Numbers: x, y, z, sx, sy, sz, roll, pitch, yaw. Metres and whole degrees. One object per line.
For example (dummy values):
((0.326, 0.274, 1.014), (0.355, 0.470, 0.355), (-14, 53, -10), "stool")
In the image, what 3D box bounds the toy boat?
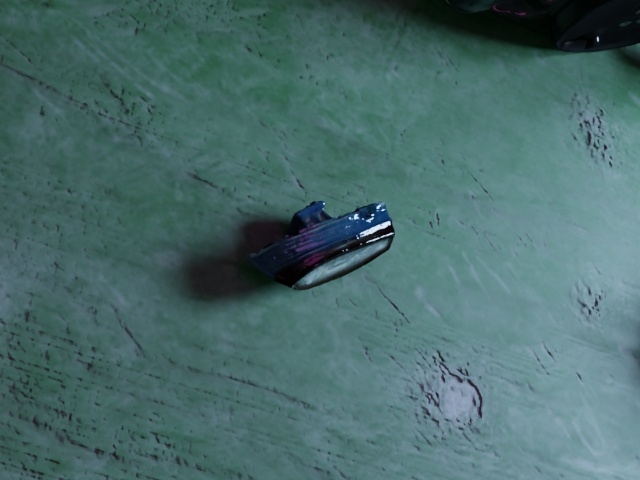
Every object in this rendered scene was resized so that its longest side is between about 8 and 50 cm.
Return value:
((0.000, 0.000, 1.482), (0.137, 0.060, 0.061), (-26, 62, -31), "toy boat")

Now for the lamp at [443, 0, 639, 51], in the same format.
((0.292, -0.314, 1.651), (0.374, 0.205, 0.272), (6, 75, -15), "lamp")
